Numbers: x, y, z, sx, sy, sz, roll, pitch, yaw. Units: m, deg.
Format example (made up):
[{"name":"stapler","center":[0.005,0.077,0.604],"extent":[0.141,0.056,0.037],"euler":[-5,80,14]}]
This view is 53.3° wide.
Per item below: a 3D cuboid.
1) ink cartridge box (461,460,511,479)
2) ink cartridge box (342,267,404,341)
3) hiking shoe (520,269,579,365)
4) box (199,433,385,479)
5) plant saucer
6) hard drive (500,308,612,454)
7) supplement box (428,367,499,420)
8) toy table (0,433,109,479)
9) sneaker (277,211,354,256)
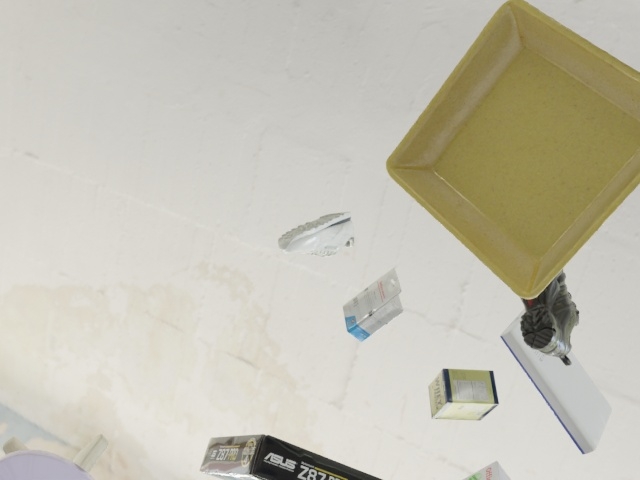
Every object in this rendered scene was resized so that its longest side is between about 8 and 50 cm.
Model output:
[{"name":"ink cartridge box","center":[0.388,0.730,1.581],"extent":[0.270,0.198,0.197],"euler":[-36,-89,16]},{"name":"ink cartridge box","center":[0.146,0.165,1.631],"extent":[0.180,0.104,0.060],"euler":[-39,-60,20]},{"name":"hiking shoe","center":[0.424,0.116,1.181],"extent":[0.114,0.226,0.086],"euler":[36,-37,-30]},{"name":"box","center":[-0.035,0.545,1.437],"extent":[0.395,0.097,0.318],"euler":[27,-29,-19]},{"name":"plant saucer","center":[0.312,-0.138,0.960],"extent":[0.333,0.081,0.332],"euler":[48,-66,29]},{"name":"hard drive","center":[0.570,0.320,1.534],"extent":[0.040,0.210,0.318],"euler":[-39,-99,37]},{"name":"supplement box","center":[0.225,0.245,1.013],"extent":[0.083,0.056,0.083],"euler":[4,-34,-8]},{"name":"toy table","center":[-0.503,0.490,1.205],"extent":[0.274,0.252,0.161],"euler":[62,-16,-11]},{"name":"sneaker","center":[0.000,0.000,1.488],"extent":[0.090,0.235,0.094],"euler":[1,-74,45]}]
